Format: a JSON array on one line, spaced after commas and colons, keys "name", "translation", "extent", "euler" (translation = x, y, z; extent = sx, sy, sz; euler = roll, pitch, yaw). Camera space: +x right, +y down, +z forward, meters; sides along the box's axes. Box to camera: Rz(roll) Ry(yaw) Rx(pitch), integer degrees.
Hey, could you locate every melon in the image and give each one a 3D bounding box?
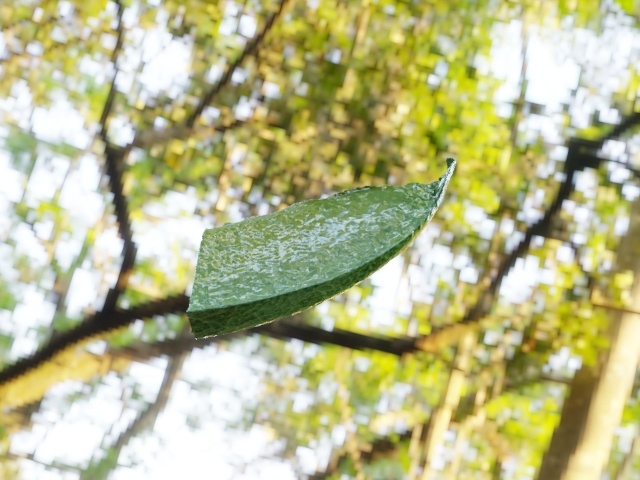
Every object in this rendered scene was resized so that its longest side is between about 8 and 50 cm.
[{"name": "melon", "translation": [0.001, -0.001, 1.339], "extent": [0.262, 0.114, 0.053], "euler": [-24, -41, -13]}]
